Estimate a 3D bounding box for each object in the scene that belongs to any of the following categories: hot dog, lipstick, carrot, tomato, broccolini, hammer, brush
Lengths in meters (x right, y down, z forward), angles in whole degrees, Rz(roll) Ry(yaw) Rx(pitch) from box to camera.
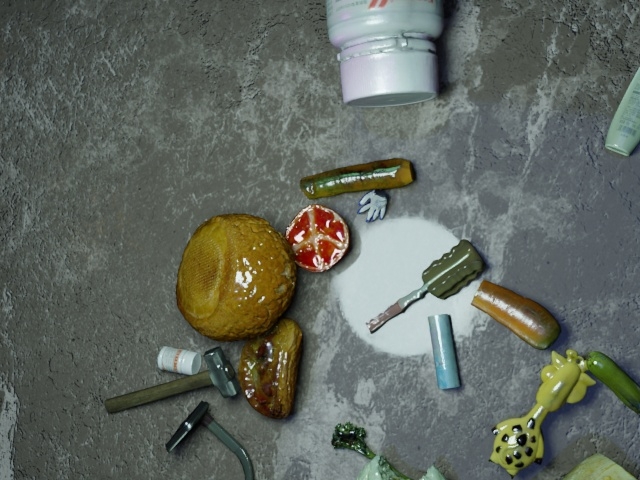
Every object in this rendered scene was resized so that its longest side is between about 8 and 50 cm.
[{"bbox_3d":[-0.106,0.285,1.819,0.160,0.099,0.227,-4,83,45],"label":"hot dog"},{"bbox_3d":[0.265,0.239,1.756,0.048,0.048,0.158,-10,81,14],"label":"lipstick"},{"bbox_3d":[0.082,-0.136,1.842,0.260,0.070,0.070,-9,81,15],"label":"carrot"},{"bbox_3d":[0.000,0.000,1.844,0.155,0.069,0.155,-3,80,17],"label":"tomato"},{"bbox_3d":[0.138,0.479,1.777,0.254,0.071,0.057,31,55,10],"label":"broccolini"},{"bbox_3d":[0.412,0.151,1.710,0.193,0.087,0.087,37,94,20],"label":"carrot"},{"bbox_3d":[-0.357,0.343,1.883,0.365,0.043,0.111,-20,100,24],"label":"hammer"},{"bbox_3d":[0.223,0.112,1.782,0.301,0.071,0.084,-38,59,17],"label":"brush"}]

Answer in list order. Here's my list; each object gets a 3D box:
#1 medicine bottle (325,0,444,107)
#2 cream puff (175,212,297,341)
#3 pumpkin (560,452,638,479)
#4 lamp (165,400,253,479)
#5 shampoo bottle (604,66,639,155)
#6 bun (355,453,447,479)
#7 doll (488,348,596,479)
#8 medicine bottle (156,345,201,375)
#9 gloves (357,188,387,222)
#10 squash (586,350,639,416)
[{"bbox_3d":[0.140,-0.463,1.764,0.256,0.256,0.325,-3,91,15],"label":"medicine bottle"},{"bbox_3d":[-0.174,0.086,1.795,0.303,0.212,0.303,-26,56,44],"label":"cream puff"},{"bbox_3d":[0.562,0.542,1.496,0.332,0.332,0.199,37,93,16],"label":"pumpkin"},{"bbox_3d":[-0.249,0.531,1.846,0.283,0.124,0.203,50,118,12],"label":"lamp"},{"bbox_3d":[0.668,-0.284,1.707,0.072,0.049,0.212,28,92,20],"label":"shampoo bottle"},{"bbox_3d":[0.164,0.544,1.685,0.212,0.126,0.204,-24,94,24],"label":"bun"},{"bbox_3d":[0.450,0.352,1.671,0.117,0.086,0.291,35,92,10],"label":"doll"},{"bbox_3d":[-0.331,0.282,1.908,0.089,0.057,0.057,9,86,16],"label":"medicine bottle"},{"bbox_3d":[0.116,-0.078,1.828,0.064,0.026,0.086,13,126,-2],"label":"gloves"},{"bbox_3d":[0.599,0.288,1.628,0.183,0.052,0.052,44,96,-9],"label":"squash"}]
